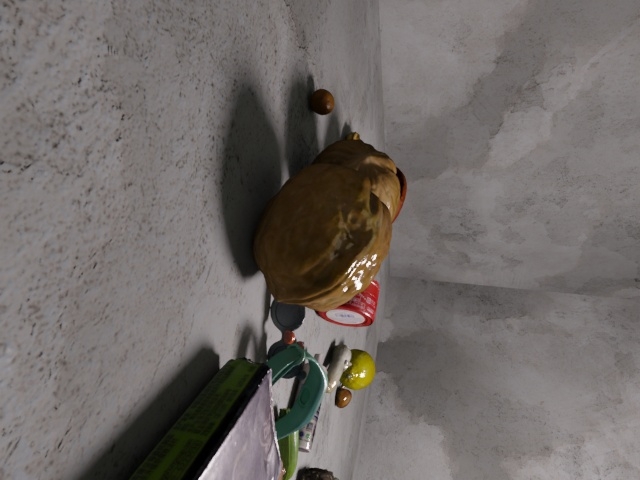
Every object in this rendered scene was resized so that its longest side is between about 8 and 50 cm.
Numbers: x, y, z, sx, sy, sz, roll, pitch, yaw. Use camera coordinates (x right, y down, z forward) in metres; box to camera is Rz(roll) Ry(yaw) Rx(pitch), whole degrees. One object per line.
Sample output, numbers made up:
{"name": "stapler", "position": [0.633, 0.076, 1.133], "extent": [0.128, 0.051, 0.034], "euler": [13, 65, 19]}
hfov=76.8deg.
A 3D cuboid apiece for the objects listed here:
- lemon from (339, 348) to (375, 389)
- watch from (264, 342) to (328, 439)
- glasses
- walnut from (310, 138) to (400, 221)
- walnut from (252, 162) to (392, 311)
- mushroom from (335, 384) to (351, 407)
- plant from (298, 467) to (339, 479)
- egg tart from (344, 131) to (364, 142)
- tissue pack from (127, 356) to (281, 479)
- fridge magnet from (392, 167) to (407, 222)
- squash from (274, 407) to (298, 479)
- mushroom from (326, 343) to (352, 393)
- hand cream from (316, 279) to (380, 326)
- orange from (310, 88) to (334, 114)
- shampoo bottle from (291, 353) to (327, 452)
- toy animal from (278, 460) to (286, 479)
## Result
{"name": "lemon", "position": [0.161, 0.601, 1.884], "extent": [0.248, 0.184, 0.184], "euler": [23, 72, -62]}
{"name": "watch", "position": [-0.081, 0.363, 0.968], "extent": [0.195, 0.068, 0.237], "euler": [24, 95, -36]}
{"name": "glasses", "position": [-0.052, 0.242, 1.148], "extent": [0.268, 0.118, 0.234], "euler": [-7, 99, -74]}
{"name": "walnut", "position": [0.094, -0.143, 1.212], "extent": [0.333, 0.332, 0.333], "euler": [4, 90, -74]}
{"name": "walnut", "position": [0.003, 0.002, 0.941], "extent": [0.344, 0.306, 0.306], "euler": [-54, 157, -9]}
{"name": "mushroom", "position": [0.115, 0.741, 1.948], "extent": [0.088, 0.073, 0.129], "euler": [52, 33, -22]}
{"name": "plant", "position": [-0.010, 0.895, 1.452], "extent": [0.194, 0.129, 0.132], "euler": [60, 39, -57]}
{"name": "egg tart", "position": [0.170, -0.311, 1.768], "extent": [0.341, 0.129, 0.341], "euler": [2, 90, -74]}
{"name": "tissue pack", "position": [-0.196, 0.431, 0.676], "extent": [0.394, 0.124, 0.288], "euler": [-48, 140, -65]}
{"name": "fridge magnet", "position": [0.164, -0.130, 1.503], "extent": [0.155, 0.363, 0.364], "euler": [33, 55, -29]}
{"name": "squash", "position": [-0.099, 0.586, 1.153], "extent": [0.068, 0.077, 0.219], "euler": [-2, 95, -33]}
{"name": "mushroom", "position": [0.065, 0.528, 1.693], "extent": [0.099, 0.096, 0.278], "euler": [46, 27, -3]}
{"name": "hand cream", "position": [0.100, 0.217, 1.482], "extent": [0.230, 0.230, 0.149], "euler": [70, 28, -55]}
{"name": "orange", "position": [0.005, -0.427, 1.248], "extent": [0.085, 0.085, 0.085], "euler": [4, 90, -74]}
{"name": "shampoo bottle", "position": [-0.040, 0.512, 1.310], "extent": [0.092, 0.092, 0.303], "euler": [75, 24, -50]}
{"name": "toy animal", "position": [-0.140, 0.594, 1.019], "extent": [0.083, 0.089, 0.150], "euler": [-65, 169, 8]}
